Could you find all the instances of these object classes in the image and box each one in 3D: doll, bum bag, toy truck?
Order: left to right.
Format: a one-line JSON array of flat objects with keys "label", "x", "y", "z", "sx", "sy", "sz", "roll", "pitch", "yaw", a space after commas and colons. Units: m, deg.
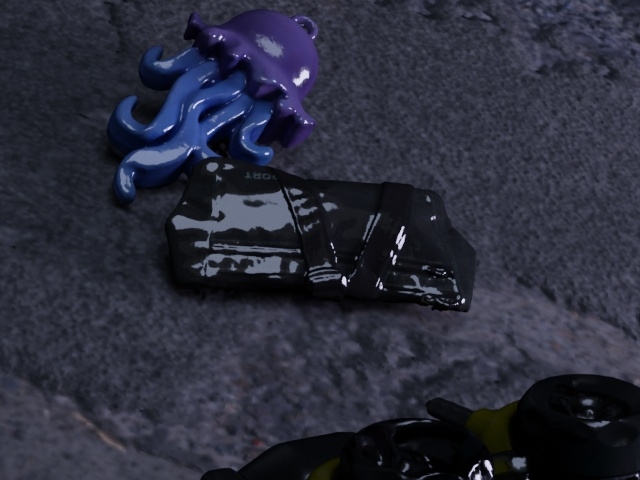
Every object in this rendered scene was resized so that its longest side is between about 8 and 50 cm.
[{"label": "doll", "x": -0.066, "y": -0.087, "z": 1.213, "sx": 0.110, "sy": 0.067, "sz": 0.206, "roll": 44, "pitch": 53, "yaw": 5}, {"label": "bum bag", "x": 0.000, "y": 0.000, "z": 1.156, "sx": 0.198, "sy": 0.049, "sz": 0.087, "roll": 6, "pitch": 65, "yaw": -20}, {"label": "toy truck", "x": 0.057, "y": 0.139, "z": 0.961, "sx": 0.224, "sy": 0.147, "sz": 0.165, "roll": -14, "pitch": 23, "yaw": -35}]
